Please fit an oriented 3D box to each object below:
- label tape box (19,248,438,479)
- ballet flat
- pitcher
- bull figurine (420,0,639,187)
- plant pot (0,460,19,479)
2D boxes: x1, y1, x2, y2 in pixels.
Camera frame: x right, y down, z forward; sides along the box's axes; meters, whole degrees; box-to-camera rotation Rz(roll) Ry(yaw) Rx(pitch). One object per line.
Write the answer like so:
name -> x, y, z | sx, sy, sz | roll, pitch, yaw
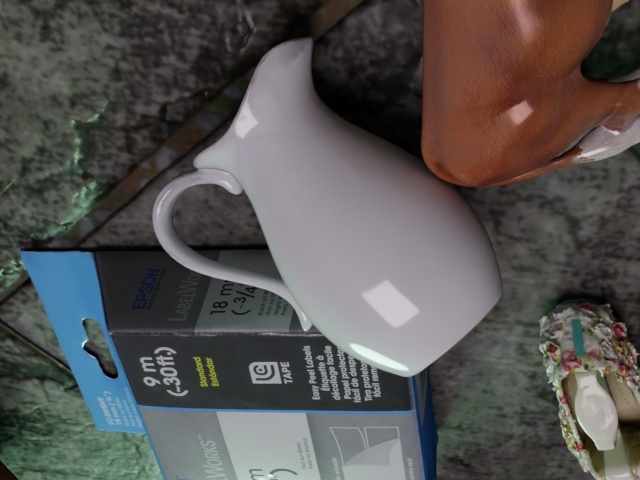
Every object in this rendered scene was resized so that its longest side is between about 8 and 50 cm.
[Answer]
label tape box -> -0.078, 0.126, 0.838 | 0.334, 0.106, 0.240 | -1, 130, 12
ballet flat -> 0.231, 0.149, 0.818 | 0.091, 0.077, 0.241 | -17, 126, 23
pitcher -> 0.000, 0.000, 0.661 | 0.207, 0.125, 0.178 | 48, 116, 3
bull figurine -> 0.122, -0.159, 0.528 | 0.188, 0.101, 0.310 | -9, 136, -5
plant pot -> -0.418, 0.234, 0.911 | 0.272, 0.272, 0.265 | -12, 135, 21
